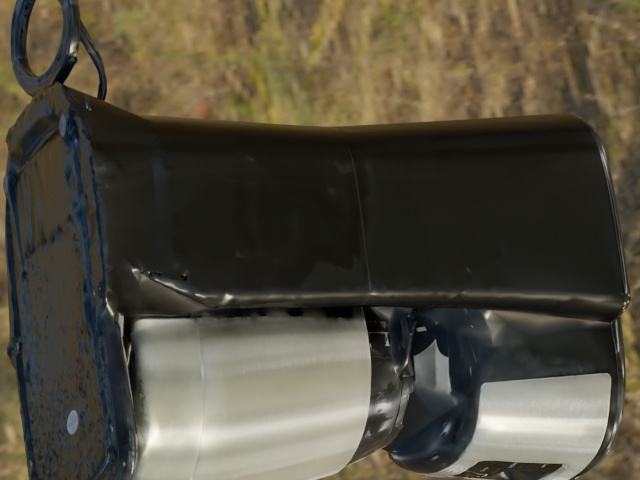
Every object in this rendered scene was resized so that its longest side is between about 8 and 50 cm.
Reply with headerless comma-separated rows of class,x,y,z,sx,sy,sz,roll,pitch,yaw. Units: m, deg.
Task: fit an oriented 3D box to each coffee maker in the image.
coffee maker,0.000,0.000,0.568,0.120,0.178,0.171,21,111,62
